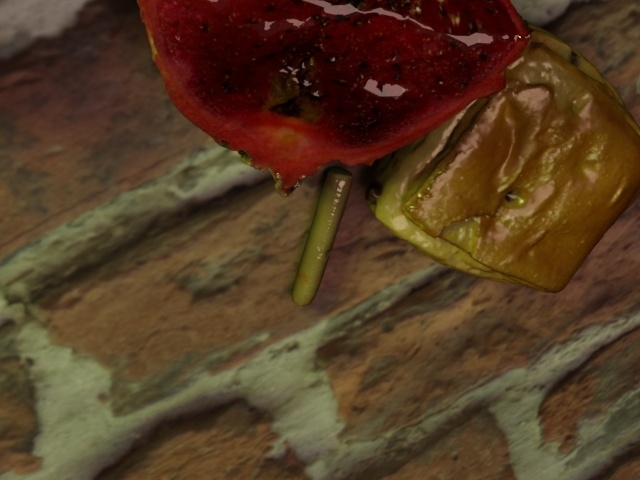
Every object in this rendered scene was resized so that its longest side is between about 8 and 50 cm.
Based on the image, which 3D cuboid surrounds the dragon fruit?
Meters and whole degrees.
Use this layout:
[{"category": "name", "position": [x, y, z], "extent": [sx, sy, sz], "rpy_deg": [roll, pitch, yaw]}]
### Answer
[{"category": "dragon fruit", "position": [-0.017, -0.136, 0.922], "extent": [0.262, 0.134, 0.211], "rpy_deg": [10, 130, -18]}]

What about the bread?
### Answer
[{"category": "bread", "position": [0.173, -0.057, 1.097], "extent": [0.235, 0.099, 0.210], "rpy_deg": [27, 106, -41]}]

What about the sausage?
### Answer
[{"category": "sausage", "position": [0.000, 0.000, 1.090], "extent": [0.024, 0.024, 0.132], "rpy_deg": [0, 122, -30]}]
